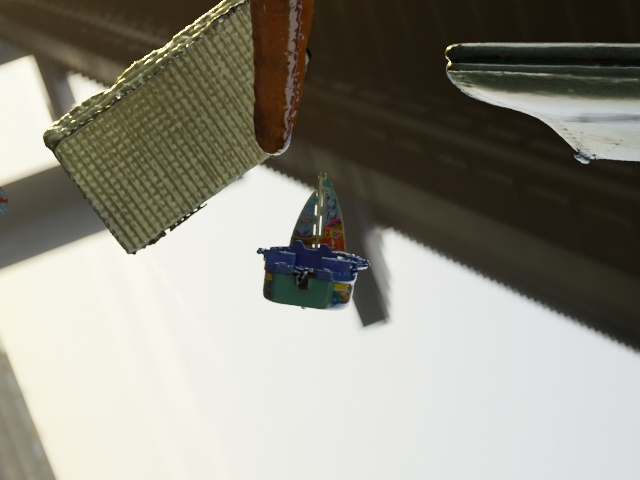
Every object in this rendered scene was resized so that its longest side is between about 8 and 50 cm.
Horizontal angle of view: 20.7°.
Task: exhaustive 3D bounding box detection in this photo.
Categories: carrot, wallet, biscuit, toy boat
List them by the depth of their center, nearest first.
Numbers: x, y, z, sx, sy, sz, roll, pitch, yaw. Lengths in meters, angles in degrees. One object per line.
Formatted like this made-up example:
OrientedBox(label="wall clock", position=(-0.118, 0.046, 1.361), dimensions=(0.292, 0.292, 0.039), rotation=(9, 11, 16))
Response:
OrientedBox(label="wallet", position=(0.229, -0.075, 0.971), dimensions=(0.290, 0.251, 0.054), rotation=(1, 90, -64))
OrientedBox(label="carrot", position=(-0.033, -0.158, 1.389), dimensions=(0.061, 0.061, 0.209), rotation=(-129, -145, -50))
OrientedBox(label="toy boat", position=(0.000, 0.000, 1.428), dimensions=(0.175, 0.091, 0.110), rotation=(-7, 105, -85))
OrientedBox(label="biscuit", position=(-0.119, -0.114, 1.618), dimensions=(0.150, 0.252, 0.052), rotation=(55, -3, -34))

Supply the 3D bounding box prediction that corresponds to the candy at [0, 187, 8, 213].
OrientedBox(label="candy", position=(-0.197, -0.024, 1.031), dimensions=(0.020, 0.030, 0.083), rotation=(37, 10, -22))
